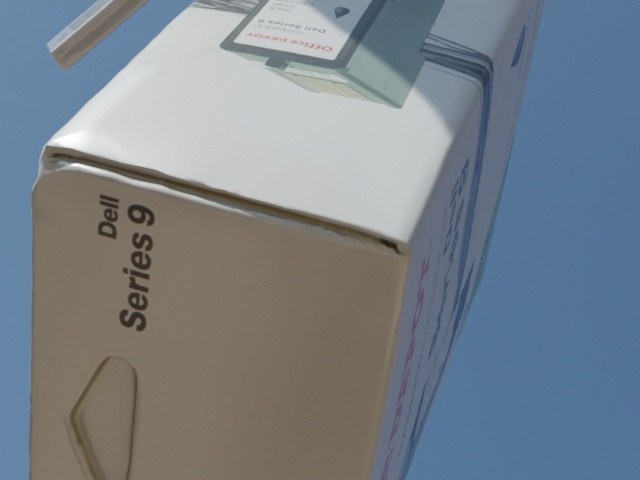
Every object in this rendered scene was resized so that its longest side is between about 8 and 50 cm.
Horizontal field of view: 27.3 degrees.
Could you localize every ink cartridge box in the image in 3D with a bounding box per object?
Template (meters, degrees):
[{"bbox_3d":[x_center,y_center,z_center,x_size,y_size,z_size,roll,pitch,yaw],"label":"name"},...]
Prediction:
[{"bbox_3d":[0.000,0.000,0.542,0.121,0.289,0.211,15,-55,11],"label":"ink cartridge box"}]

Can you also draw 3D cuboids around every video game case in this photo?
[{"bbox_3d":[-0.173,-0.251,1.278,0.227,0.206,0.026,-41,-74,-3],"label":"video game case"}]
